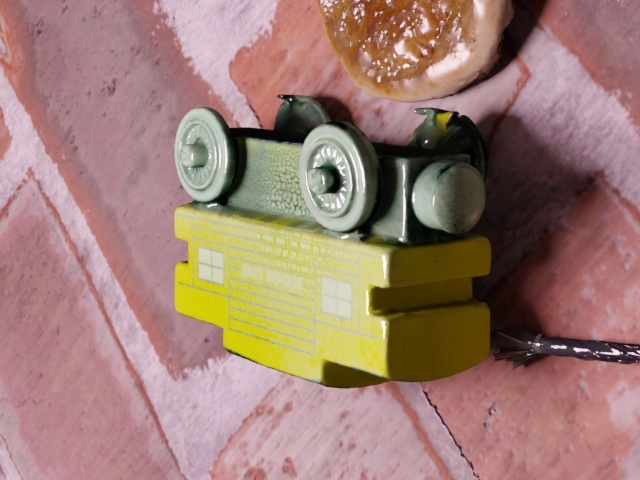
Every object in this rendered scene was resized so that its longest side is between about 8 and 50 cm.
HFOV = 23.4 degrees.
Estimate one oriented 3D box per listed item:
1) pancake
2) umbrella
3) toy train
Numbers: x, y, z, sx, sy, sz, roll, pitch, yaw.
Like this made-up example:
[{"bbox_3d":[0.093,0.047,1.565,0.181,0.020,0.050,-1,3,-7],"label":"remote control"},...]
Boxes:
[{"bbox_3d":[0.086,-0.262,1.536,0.282,0.049,0.282,16,110,51],"label":"pancake"},{"bbox_3d":[0.215,0.104,1.420,0.269,0.044,0.044,6,137,45],"label":"umbrella"},{"bbox_3d":[0.000,0.000,1.540,0.442,0.179,0.272,12,105,52],"label":"toy train"}]
